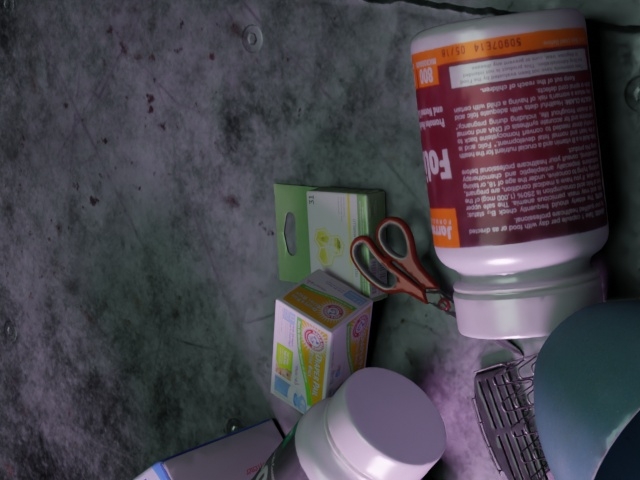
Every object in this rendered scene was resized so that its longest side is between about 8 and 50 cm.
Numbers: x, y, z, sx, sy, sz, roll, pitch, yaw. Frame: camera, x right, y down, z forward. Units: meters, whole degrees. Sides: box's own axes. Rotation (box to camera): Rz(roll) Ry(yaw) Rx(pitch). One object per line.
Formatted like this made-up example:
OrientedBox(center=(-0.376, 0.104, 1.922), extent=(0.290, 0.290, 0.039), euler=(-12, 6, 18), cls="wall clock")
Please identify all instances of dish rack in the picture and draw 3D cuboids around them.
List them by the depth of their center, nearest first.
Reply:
OrientedBox(center=(0.318, 0.244, 1.618), extent=(0.271, 0.074, 0.208), euler=(-24, 81, 43), cls="dish rack")

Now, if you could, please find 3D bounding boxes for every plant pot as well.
OrientedBox(center=(0.364, 0.184, 1.393), extent=(0.195, 0.290, 0.290), euler=(46, 127, 44), cls="plant pot")

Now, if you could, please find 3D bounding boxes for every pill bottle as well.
OrientedBox(center=(0.246, -0.084, 1.513), extent=(0.224, 0.224, 0.392), euler=(-3, 96, 43), cls="pill bottle")
OrientedBox(center=(0.021, 0.363, 1.764), extent=(0.204, 0.204, 0.361), euler=(52, 128, 22), cls="pill bottle")

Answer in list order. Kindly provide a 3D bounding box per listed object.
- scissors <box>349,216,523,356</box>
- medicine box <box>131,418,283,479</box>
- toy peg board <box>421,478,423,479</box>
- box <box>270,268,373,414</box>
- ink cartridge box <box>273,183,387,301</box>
OrientedBox(center=(0.164, 0.089, 1.732), extent=(0.297, 0.021, 0.109), euler=(47, 115, 11), cls="scissors")
OrientedBox(center=(-0.218, 0.453, 2.018), extent=(0.289, 0.263, 0.149), euler=(-40, 72, 40), cls="medicine box")
OrientedBox(center=(0.139, 0.448, 1.836), extent=(0.161, 0.079, 0.160), euler=(-55, 47, 34), cls="toy peg board")
OrientedBox(center=(0.000, 0.165, 1.828), extent=(0.114, 0.103, 0.203), euler=(29, 134, 29), cls="box")
OrientedBox(center=(0.000, 0.000, 1.871), extent=(0.235, 0.056, 0.171), euler=(6, 103, 39), cls="ink cartridge box")
